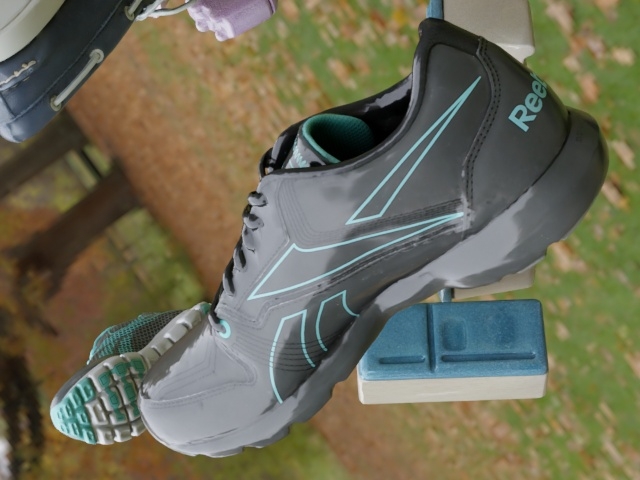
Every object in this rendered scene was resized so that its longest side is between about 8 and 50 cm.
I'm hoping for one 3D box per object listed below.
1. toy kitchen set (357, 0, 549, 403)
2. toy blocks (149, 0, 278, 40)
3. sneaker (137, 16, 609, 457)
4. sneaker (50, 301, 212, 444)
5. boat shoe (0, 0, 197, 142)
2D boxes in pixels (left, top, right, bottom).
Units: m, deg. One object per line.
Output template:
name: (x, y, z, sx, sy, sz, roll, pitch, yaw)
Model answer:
toy kitchen set: (0.078, -0.025, 1.007, 0.166, 0.122, 0.207, 83, -176, -58)
toy blocks: (-0.217, -0.250, 1.254, 0.288, 0.260, 0.309, 27, 164, 20)
sneaker: (0.000, 0.000, 0.725, 0.106, 0.267, 0.101, 41, -154, -22)
sneaker: (-0.143, 0.095, 1.142, 0.076, 0.166, 0.065, 3, 111, 36)
boat shoe: (-0.137, -0.160, 0.986, 0.095, 0.254, 0.079, -3, 129, 29)
